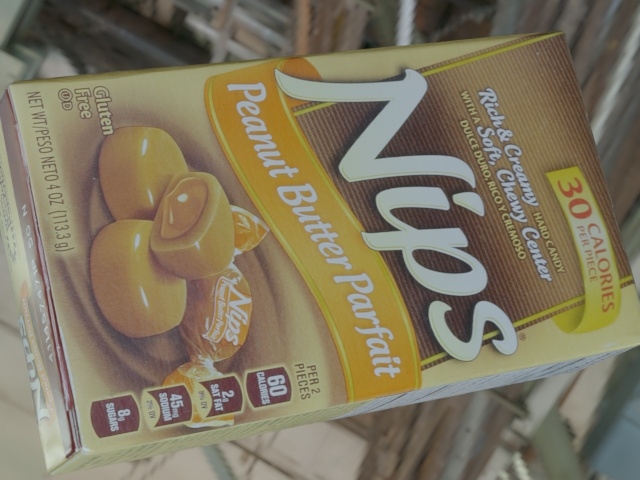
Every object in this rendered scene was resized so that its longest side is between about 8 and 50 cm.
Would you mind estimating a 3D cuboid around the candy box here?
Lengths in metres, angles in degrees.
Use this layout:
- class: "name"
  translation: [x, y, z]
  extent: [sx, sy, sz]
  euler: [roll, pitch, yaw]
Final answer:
- class: "candy box"
  translation: [0.000, 0.000, 0.793]
  extent: [0.316, 0.183, 0.087]
  euler: [-9, 168, -23]
